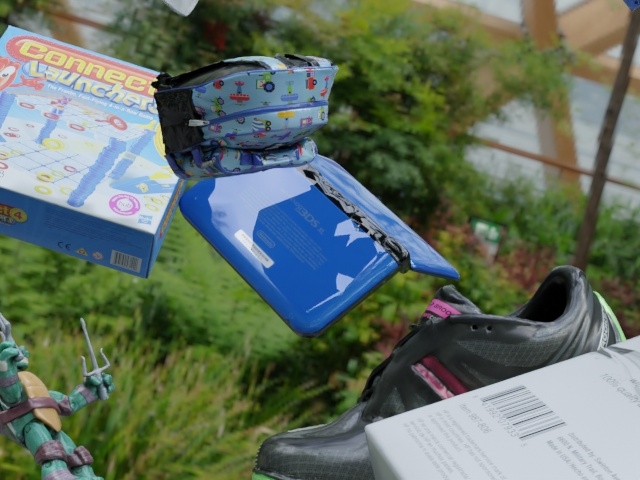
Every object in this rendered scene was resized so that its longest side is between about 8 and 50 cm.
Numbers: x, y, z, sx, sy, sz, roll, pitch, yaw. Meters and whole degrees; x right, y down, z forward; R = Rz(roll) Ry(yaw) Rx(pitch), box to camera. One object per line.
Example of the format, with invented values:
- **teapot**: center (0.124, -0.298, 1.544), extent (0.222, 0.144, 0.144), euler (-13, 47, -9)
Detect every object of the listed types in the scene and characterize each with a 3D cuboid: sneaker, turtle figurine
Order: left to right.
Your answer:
- **turtle figurine**: center (-0.294, 0.176, 1.242), extent (0.234, 0.118, 0.175), euler (59, 21, 20)
- **sneaker**: center (0.128, 0.162, 1.328), extent (0.483, 0.202, 0.185), euler (-21, 8, -22)

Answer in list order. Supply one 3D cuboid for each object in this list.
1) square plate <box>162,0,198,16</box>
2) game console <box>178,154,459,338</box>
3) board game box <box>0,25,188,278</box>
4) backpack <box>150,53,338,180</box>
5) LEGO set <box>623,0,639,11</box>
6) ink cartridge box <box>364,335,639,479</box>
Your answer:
- **square plate**: center (-0.207, -0.438, 1.186), extent (0.344, 0.049, 0.347), euler (40, 40, -19)
- **game console**: center (0.000, 0.000, 1.560), extent (0.293, 0.250, 0.173), euler (44, -15, 31)
- **board game box**: center (-0.323, -0.123, 1.518), extent (0.308, 0.086, 0.302), euler (17, 44, -2)
- **backpack**: center (-0.064, -0.129, 1.180), extent (0.158, 0.116, 0.173), euler (-10, 3, -42)
- **LEGO set**: center (0.353, -0.303, 1.183), extent (0.087, 0.227, 0.093), euler (53, 33, 0)
- **ink cartridge box**: center (0.273, 0.215, 0.926), extent (0.395, 0.166, 0.285), euler (-17, 22, -11)
